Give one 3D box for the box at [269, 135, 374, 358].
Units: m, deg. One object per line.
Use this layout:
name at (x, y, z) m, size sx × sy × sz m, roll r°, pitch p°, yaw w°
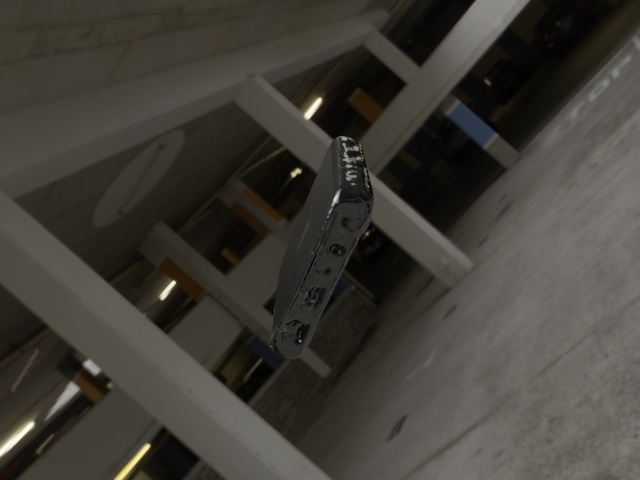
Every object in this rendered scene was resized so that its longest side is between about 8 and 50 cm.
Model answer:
box at (0.000, 0.000, 0.451) m, size 0.125 × 0.026 × 0.126 m, roll -89°, pitch 21°, yaw -63°
